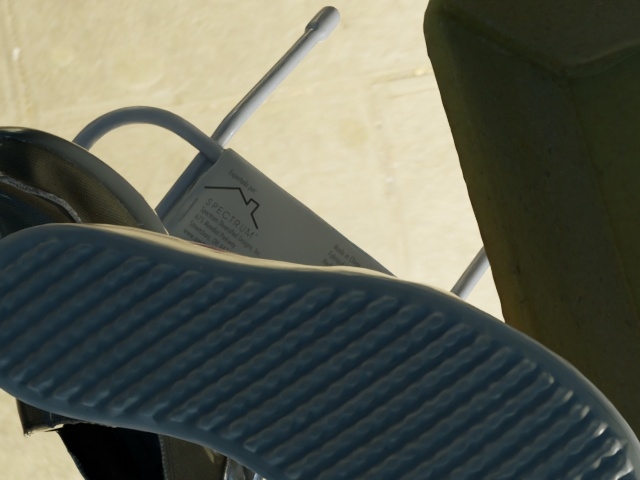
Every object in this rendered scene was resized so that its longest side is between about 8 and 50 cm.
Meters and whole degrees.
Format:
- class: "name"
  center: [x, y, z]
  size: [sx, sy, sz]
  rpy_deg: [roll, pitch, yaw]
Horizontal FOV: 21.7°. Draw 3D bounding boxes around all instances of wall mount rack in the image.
- class: "wall mount rack"
  center: [0.000, 0.000, 1.188]
  size: [0.350, 0.130, 0.304]
  rpy_deg: [38, 85, 1]

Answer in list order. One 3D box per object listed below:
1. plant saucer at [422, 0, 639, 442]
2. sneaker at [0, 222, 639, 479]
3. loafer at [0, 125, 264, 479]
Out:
- class: "plant saucer"
  center: [0.243, -0.002, 0.693]
  size: [0.333, 0.081, 0.333]
  rpy_deg: [-19, 77, 19]
- class: "sneaker"
  center: [0.009, 0.060, 0.698]
  size: [0.282, 0.161, 0.102]
  rpy_deg: [21, 89, 18]
- class: "loafer"
  center: [-0.110, 0.056, 0.830]
  size: [0.251, 0.094, 0.087]
  rpy_deg: [59, 40, -22]
